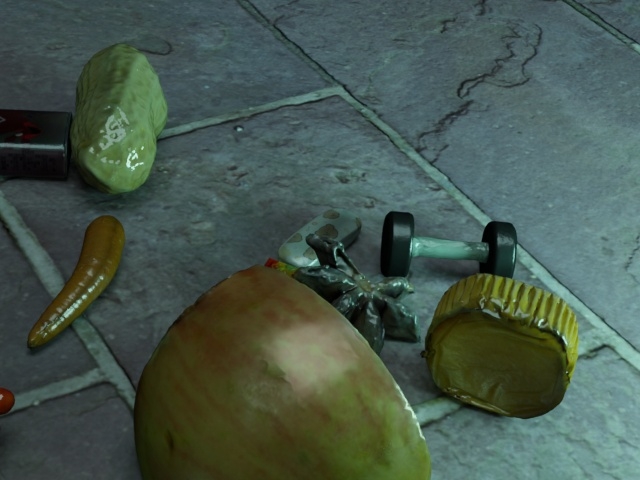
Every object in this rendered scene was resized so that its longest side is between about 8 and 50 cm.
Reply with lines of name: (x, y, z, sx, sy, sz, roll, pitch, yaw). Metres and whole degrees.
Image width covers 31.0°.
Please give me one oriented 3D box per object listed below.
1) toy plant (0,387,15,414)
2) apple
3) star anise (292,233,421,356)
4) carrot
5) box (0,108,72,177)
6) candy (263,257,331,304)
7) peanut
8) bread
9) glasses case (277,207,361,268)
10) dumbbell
toy plant: (-0.536, 0.145, 1.354, 0.280, 0.185, 0.400, 15, 47, -45)
apple: (-0.043, 0.221, 1.345, 0.309, 0.314, 0.252, 41, 7, 34)
star anise: (0.058, 0.086, 1.591, 0.208, 0.063, 0.171, 28, 44, -15)
carrot: (-0.326, 0.055, 1.602, 0.066, 0.062, 0.271, 36, 40, -19)
box: (-0.505, -0.155, 1.812, 0.224, 0.069, 0.120, 2, 40, -6)
candy: (-0.034, 0.073, 1.643, 0.122, 0.038, 0.062, 20, 41, 13)
peanut: (-0.320, -0.191, 1.833, 0.152, 0.152, 0.313, 2, 39, -8)
bread: (0.239, 0.132, 1.510, 0.199, 0.199, 0.104, 17, 39, 10)
glasses case: (0.000, 0.000, 1.735, 0.063, 0.041, 0.164, 30, 44, 23)
dumbbell: (0.189, 0.013, 1.709, 0.191, 0.100, 0.100, 4, 40, -4)
